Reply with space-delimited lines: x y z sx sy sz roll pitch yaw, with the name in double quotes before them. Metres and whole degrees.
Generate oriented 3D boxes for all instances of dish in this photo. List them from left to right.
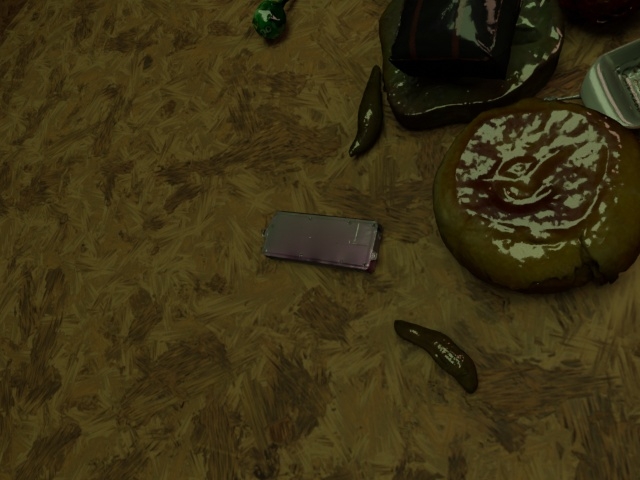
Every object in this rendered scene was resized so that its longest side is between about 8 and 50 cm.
"dish" 0.584 -0.276 0.771 0.234 0.064 0.154 -19 76 16

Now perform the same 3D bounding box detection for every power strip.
"power strip" 0.000 0.000 0.953 0.279 0.037 0.109 7 74 26

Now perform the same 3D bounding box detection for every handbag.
"handbag" 0.247 -0.390 0.807 0.215 0.155 0.169 16 95 35

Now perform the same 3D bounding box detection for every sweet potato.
"sweet potato" 0.115 -0.300 0.997 0.059 0.069 0.249 15 74 -13
"sweet potato" 0.206 0.190 0.785 0.182 0.054 0.053 37 80 32

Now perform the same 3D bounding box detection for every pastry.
"pastry" 0.365 -0.076 0.754 0.356 0.164 0.356 -7 74 24

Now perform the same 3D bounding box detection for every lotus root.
"lotus root" 0.288 -0.402 0.939 0.390 0.111 0.375 38 94 28

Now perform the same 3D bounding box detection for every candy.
"candy" -0.082 -0.692 1.231 0.097 0.097 0.323 23 73 29

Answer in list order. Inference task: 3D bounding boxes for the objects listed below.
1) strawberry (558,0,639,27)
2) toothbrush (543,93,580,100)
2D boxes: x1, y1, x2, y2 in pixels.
"strawberry" 0.519 -0.558 0.786 0.238 0.288 0.250 -42 40 16
"toothbrush" 0.514 -0.279 0.840 0.167 0.014 0.011 -2 88 23
